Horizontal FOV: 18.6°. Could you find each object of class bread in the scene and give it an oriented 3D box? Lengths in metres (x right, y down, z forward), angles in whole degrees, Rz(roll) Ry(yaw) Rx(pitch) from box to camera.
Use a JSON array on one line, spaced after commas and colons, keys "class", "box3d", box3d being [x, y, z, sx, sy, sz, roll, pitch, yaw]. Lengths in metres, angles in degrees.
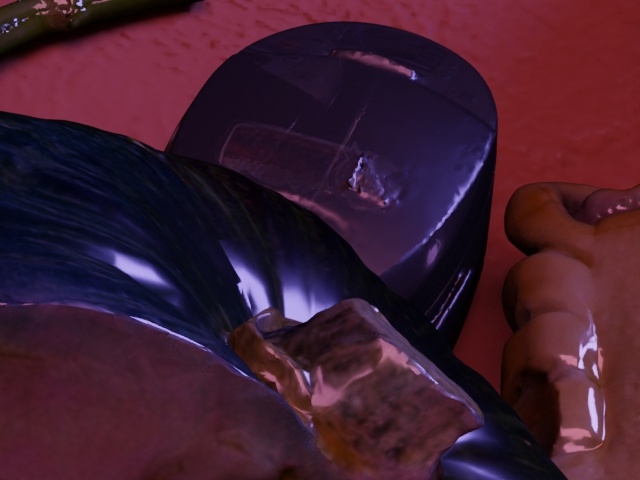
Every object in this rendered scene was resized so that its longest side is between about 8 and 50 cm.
[{"class": "bread", "box3d": [0.122, 0.068, 0.626, 0.134, 0.081, 0.225, -3, 49, 14]}]

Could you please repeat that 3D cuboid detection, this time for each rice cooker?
[{"class": "rice cooker", "box3d": [0.000, 0.000, 0.670, 0.112, 0.106, 0.165, 19, 58, 14]}]

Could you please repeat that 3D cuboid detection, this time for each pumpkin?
[{"class": "pumpkin", "box3d": [-0.079, 0.085, 0.498, 0.263, 0.293, 0.197, -46, 32, 12]}]

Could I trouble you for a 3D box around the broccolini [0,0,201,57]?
[{"class": "broccolini", "box3d": [-0.127, -0.033, 0.734, 0.123, 0.062, 0.271, 41, 59, 17]}]
